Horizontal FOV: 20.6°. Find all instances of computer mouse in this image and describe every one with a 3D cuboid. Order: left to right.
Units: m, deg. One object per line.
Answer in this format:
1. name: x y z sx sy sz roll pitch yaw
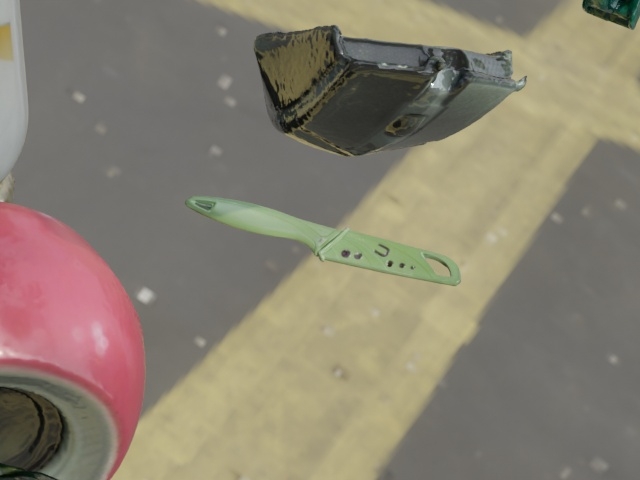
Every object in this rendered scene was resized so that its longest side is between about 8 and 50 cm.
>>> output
1. computer mouse: 0.032 -0.086 1.077 0.126 0.071 0.231 6 0 -24

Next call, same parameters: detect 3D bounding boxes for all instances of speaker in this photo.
1. speaker: -0.295 0.112 1.424 0.294 0.294 0.294 28 25 -15

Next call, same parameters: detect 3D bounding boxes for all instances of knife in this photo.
1. knife: 0.000 0.000 1.237 0.207 0.014 0.030 14 58 12

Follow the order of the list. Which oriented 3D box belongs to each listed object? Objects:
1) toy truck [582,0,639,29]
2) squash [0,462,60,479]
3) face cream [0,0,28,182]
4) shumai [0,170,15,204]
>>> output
1. toy truck: 0.219 -0.301 0.959 0.176 0.363 0.178 24 -4 17
2. squash: -0.213 0.240 1.103 0.218 0.218 0.172 42 45 16
3. face cream: -0.247 -0.092 1.098 0.144 0.291 0.071 -16 23 -42
4. shumai: -0.380 -0.043 1.677 0.201 0.201 0.120 39 -1 8
